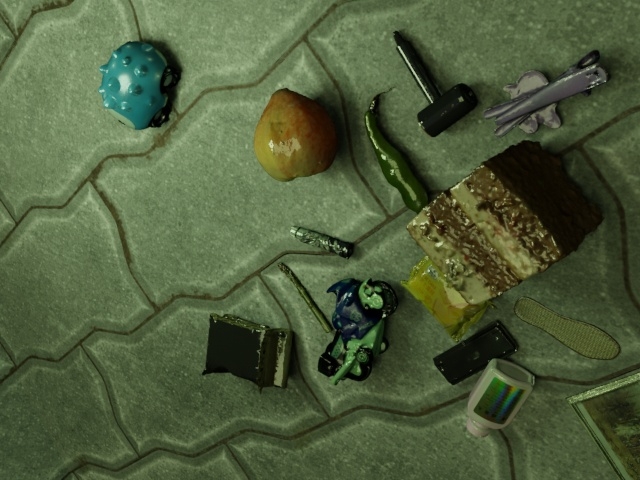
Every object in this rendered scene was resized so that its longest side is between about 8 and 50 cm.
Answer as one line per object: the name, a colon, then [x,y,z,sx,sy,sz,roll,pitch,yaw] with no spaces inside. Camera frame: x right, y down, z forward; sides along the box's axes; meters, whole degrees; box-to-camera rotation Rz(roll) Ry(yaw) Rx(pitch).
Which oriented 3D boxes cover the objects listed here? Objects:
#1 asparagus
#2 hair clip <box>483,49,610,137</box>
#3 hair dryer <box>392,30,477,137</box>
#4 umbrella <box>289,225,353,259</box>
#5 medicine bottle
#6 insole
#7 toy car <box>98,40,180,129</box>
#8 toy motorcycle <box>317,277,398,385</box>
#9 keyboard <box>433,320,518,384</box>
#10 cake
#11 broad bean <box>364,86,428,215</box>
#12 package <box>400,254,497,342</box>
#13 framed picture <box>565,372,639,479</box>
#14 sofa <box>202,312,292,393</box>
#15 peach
asparagus: [-0.044,0.160,2.080,0.248,0.025,0.024,54,171,3]
hair clip: [0.474,-0.295,1.504,0.278,0.090,0.137,-22,109,46]
hair dryer: [0.239,-0.371,1.641,0.128,0.070,0.255,-32,86,38]
umbrella: [0.000,0.000,1.965,0.188,0.050,0.046,22,99,25]
medicine bottle: [0.433,0.398,1.819,0.115,0.078,0.219,23,124,3]
insole: [0.566,0.207,1.698,0.253,0.005,0.086,27,122,22]
toy car: [-0.529,-0.428,2.053,0.188,0.190,0.255,38,128,14]
toy motorcycle: [0.087,0.230,1.965,0.196,0.125,0.331,30,120,23]
keyboard: [0.385,0.285,1.841,0.094,0.025,0.230,52,129,2]
cake: [0.381,-0.034,1.547,0.256,0.282,0.290,53,131,8]
broad bean: [0.180,-0.198,1.755,0.098,0.056,0.318,-15,98,38]
package: [0.307,0.127,1.784,0.226,0.090,0.168,45,126,13]
framed picture: [0.726,0.447,1.686,0.217,0.017,0.274,-36,87,38]
sofa: [-0.209,0.327,2.202,0.258,0.182,0.200,9,97,31]
peach: [-0.070,-0.262,1.804,0.232,0.232,0.232,14,117,29]
